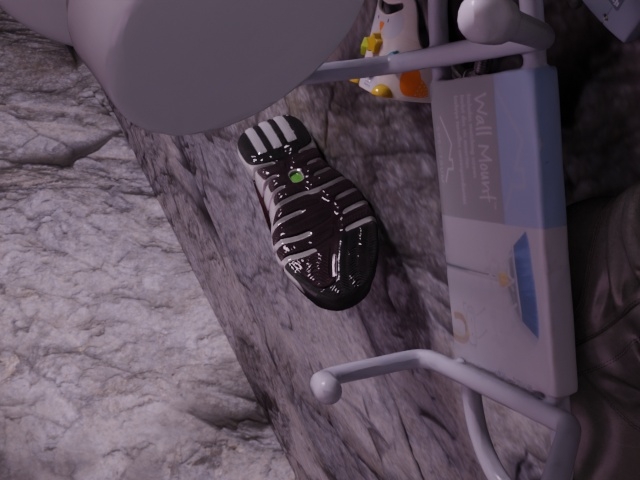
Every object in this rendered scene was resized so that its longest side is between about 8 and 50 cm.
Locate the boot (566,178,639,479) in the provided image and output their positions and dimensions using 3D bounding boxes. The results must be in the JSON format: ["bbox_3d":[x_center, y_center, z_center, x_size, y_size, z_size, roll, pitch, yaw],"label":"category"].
[{"bbox_3d":[0.184,0.082,0.485,0.161,0.083,0.246,151,100,-74],"label":"boot"}]

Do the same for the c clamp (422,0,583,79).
[{"bbox_3d":[0.095,-0.143,0.577,0.160,0.022,0.137,98,150,-65],"label":"c clamp"}]

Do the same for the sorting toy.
[{"bbox_3d":[0.053,-0.150,0.711,0.083,0.045,0.075,-137,47,-57],"label":"sorting toy"}]

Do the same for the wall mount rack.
[{"bbox_3d":[0.069,0.004,0.479,0.304,0.130,0.350,-164,66,-70],"label":"wall mount rack"}]

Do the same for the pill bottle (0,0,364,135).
[{"bbox_3d":[-0.108,-0.200,0.443,0.301,0.169,0.169,55,162,22],"label":"pill bottle"}]

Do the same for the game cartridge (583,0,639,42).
[{"bbox_3d":[0.137,-0.140,0.457,0.083,0.017,0.056,63,161,17],"label":"game cartridge"}]

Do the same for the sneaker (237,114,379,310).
[{"bbox_3d":[0.000,0.000,1.021,0.162,0.106,0.281,74,175,-46],"label":"sneaker"}]
